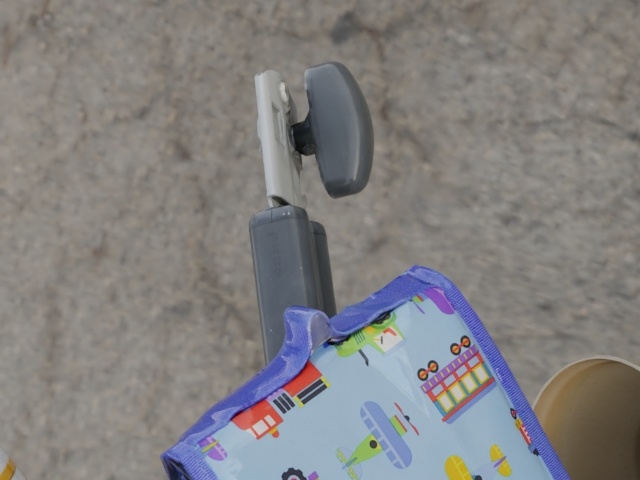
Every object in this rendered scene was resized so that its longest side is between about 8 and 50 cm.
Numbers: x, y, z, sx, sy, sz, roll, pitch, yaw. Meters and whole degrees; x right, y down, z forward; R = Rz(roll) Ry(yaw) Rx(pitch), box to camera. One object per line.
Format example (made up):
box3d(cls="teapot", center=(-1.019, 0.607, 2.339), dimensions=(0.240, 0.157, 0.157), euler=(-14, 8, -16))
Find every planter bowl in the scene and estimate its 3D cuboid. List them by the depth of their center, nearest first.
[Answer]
box3d(cls="planter bowl", center=(0.241, 0.162, 1.120), dimensions=(0.162, 0.109, 0.162), euler=(1, 91, 51))

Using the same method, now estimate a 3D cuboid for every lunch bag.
box3d(cls="lunch bag", center=(0.043, 0.173, 0.941), dimensions=(0.138, 0.221, 0.293), euler=(1, 118, 55))

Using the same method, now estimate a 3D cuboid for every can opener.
box3d(cls="can opener", center=(0.000, 0.000, 1.130), dimensions=(0.095, 0.076, 0.283), euler=(-14, 71, 16))

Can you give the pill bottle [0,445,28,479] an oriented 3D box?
box3d(cls="pill bottle", center=(-0.183, 0.187, 0.811), dimensions=(0.117, 0.117, 0.215), euler=(-27, 104, 36))
